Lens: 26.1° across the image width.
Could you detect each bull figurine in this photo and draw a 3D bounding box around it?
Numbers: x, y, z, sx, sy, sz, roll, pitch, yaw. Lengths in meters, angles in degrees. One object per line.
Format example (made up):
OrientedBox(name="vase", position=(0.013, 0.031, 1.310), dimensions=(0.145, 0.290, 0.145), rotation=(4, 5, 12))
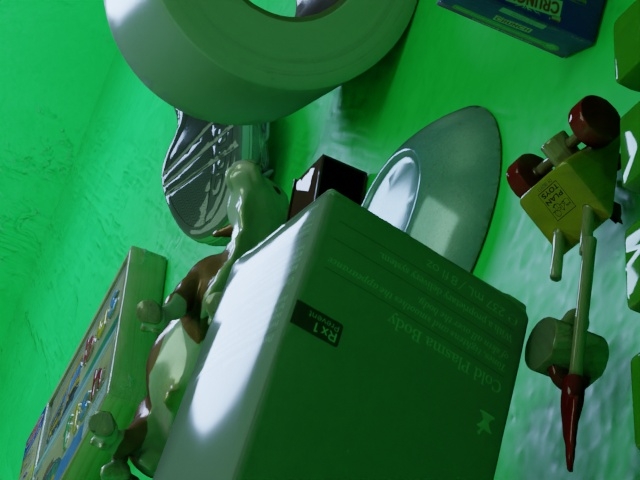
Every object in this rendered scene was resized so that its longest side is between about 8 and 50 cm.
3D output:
OrientedBox(name="bull figurine", position=(-0.096, 0.088, 1.154), dimensions=(0.188, 0.101, 0.310), rotation=(-17, -54, -70))

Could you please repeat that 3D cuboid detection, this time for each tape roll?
OrientedBox(name="tape roll", position=(-0.054, -0.233, 1.205), dimensions=(0.169, 0.246, 0.246), rotation=(-15, 55, 70))

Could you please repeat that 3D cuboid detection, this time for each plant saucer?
OrientedBox(name="plant saucer", position=(0.058, -0.009, 0.952), dimensions=(0.195, 0.037, 0.195), rotation=(-55, 22, 36))

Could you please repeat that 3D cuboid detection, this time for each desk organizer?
OrientedBox(name="desk organizer", position=(0.000, 0.000, 1.103), dimensions=(0.050, 0.047, 0.130), rotation=(-43, 31, 51))

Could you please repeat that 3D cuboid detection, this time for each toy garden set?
OrientedBox(name="toy garden set", position=(0.160, -0.008, 0.626), dimensions=(0.204, 0.049, 0.244), rotation=(-47, 28, 47))

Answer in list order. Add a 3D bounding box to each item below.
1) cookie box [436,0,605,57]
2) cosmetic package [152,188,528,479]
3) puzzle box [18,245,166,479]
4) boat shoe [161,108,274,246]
OrientedBox(name="cookie box", position=(0.130, -0.178, 0.835), dimensions=(0.040, 0.092, 0.107), rotation=(157, 132, -71))
OrientedBox(name="cosmetic package", position=(-0.002, 0.113, 0.612), dimensions=(0.107, 0.127, 0.238), rotation=(-37, 30, 47))
OrientedBox(name="puzzle box", position=(-0.304, 0.234, 1.748), dimensions=(0.409, 0.052, 0.272), rotation=(-58, 20, 33))
OrientedBox(name="boat shoe", position=(-0.096, -0.106, 1.464), dimensions=(0.118, 0.103, 0.320), rotation=(-39, 34, 22))
